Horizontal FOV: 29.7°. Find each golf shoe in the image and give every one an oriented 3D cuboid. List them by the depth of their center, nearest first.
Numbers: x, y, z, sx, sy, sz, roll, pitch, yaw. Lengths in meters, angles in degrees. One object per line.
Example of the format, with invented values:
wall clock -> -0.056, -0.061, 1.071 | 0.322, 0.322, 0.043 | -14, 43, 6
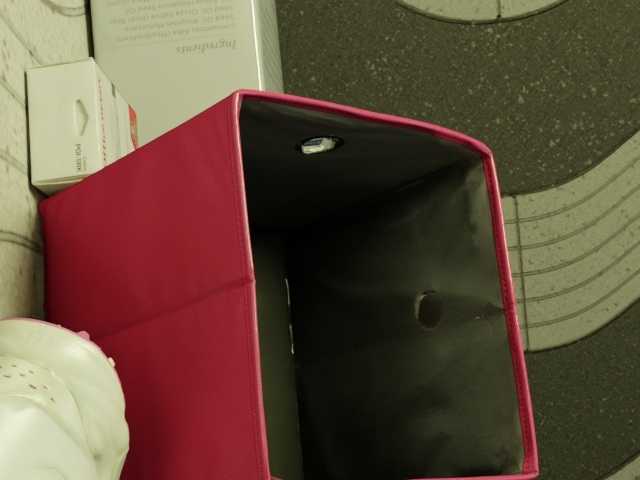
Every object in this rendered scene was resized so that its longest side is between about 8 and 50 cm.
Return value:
golf shoe -> -0.168, 0.199, 0.727 | 0.140, 0.115, 0.306 | -61, 145, -54

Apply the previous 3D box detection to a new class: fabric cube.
fabric cube -> -0.032, 0.066, 0.886 | 0.254, 0.258, 0.259 | 7, 71, -40

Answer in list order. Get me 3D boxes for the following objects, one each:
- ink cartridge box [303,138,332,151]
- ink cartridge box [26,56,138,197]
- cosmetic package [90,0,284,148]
ink cartridge box -> 0.000, 0.000, 1.289 | 0.223, 0.045, 0.224 | -80, 165, -80
ink cartridge box -> -0.189, -0.077, 0.979 | 0.135, 0.056, 0.099 | 65, 19, -76
cosmetic package -> -0.122, -0.140, 1.216 | 0.230, 0.161, 0.453 | 53, 31, -83
